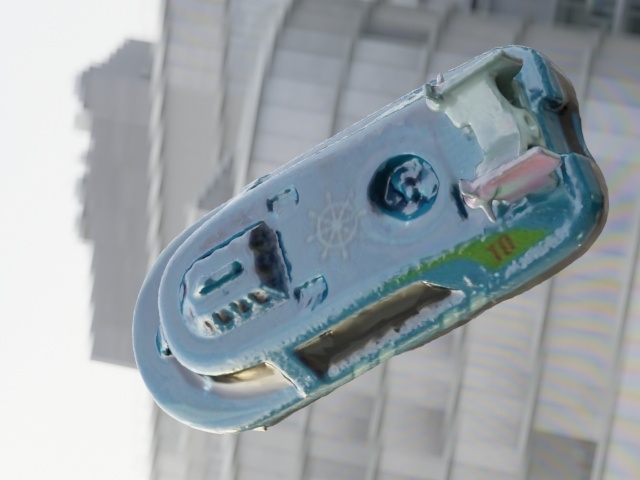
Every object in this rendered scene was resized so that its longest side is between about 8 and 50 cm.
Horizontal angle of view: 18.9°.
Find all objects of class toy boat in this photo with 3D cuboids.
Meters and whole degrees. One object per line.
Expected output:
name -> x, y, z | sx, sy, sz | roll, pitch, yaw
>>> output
toy boat -> 0.000, 0.000, 1.015 | 0.092, 0.299, 0.134 | 18, -132, -53
